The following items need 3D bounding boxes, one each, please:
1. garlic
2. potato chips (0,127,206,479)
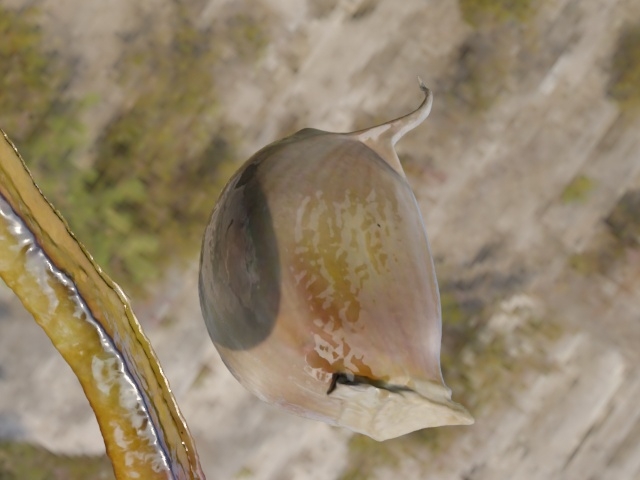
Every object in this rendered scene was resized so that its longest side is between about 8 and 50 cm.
[{"bbox_3d":[-0.002,-0.005,1.122,0.128,0.148,0.267,-29,-130,46],"label":"garlic"},{"bbox_3d":[-0.077,0.011,0.477,0.037,0.204,0.026,-23,-160,12],"label":"potato chips"}]
